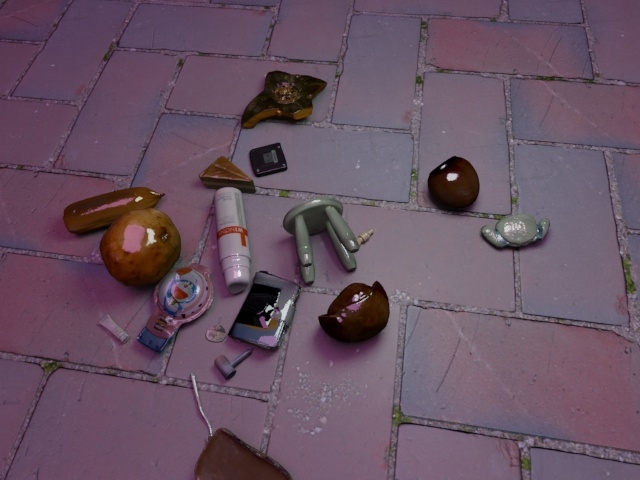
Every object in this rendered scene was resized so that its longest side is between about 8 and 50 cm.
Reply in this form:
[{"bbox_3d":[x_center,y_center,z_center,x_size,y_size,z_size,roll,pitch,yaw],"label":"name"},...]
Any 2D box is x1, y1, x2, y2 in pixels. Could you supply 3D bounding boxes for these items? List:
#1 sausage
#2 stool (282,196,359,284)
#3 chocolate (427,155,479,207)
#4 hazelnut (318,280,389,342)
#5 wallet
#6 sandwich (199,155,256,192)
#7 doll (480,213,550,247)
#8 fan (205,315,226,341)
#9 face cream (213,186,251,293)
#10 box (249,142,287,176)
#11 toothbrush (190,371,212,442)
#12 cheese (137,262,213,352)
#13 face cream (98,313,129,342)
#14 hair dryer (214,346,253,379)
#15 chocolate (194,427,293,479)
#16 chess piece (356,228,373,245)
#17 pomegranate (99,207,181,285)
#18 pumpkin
[{"bbox_3d":[-0.685,-0.110,1.548,0.328,0.112,0.112,-17,62,-9],"label":"sausage"},{"bbox_3d":[0.000,0.000,1.400,0.195,0.195,0.199,-15,66,-6],"label":"stool"},{"bbox_3d":[0.437,-0.181,1.505,0.176,0.177,0.177,-1,61,2],"label":"chocolate"},{"bbox_3d":[0.093,0.199,1.291,0.201,0.170,0.161,-8,59,-13],"label":"hazelnut"},{"bbox_3d":[-0.159,0.202,1.365,0.170,0.069,0.231,14,62,16],"label":"wallet"},{"bbox_3d":[-0.317,-0.196,1.587,0.163,0.079,0.113,39,72,20],"label":"sandwich"},{"bbox_3d":[0.614,-0.031,1.446,0.214,0.071,0.104,-9,60,2],"label":"doll"},{"bbox_3d":[-0.313,0.266,1.373,0.060,0.003,0.080,-16,62,-7],"label":"fan"},{"bbox_3d":[-0.278,-0.005,1.466,0.101,0.102,0.346,-12,60,-3],"label":"face cream"},{"bbox_3d":[-0.189,-0.291,1.660,0.125,0.027,0.126,-15,61,-5],"label":"box"},{"bbox_3d":[-0.324,0.455,1.263,0.022,0.017,0.204,-11,60,-25],"label":"toothbrush"},{"bbox_3d":[-0.430,0.192,1.381,0.188,0.074,0.286,24,66,17],"label":"cheese"},{"bbox_3d":[-0.616,0.264,1.382,0.115,0.020,0.038,32,68,22],"label":"face cream"},{"bbox_3d":[-0.239,0.336,1.317,0.114,0.037,0.063,-34,63,-23],"label":"hair dryer"},{"bbox_3d":[-0.181,0.586,1.146,0.261,0.083,0.161,30,84,19],"label":"chocolate"},{"bbox_3d":[0.135,-0.008,1.484,0.092,0.035,0.035,-38,66,-21],"label":"chess piece"},{"bbox_3d":[-0.540,0.021,1.401,0.248,0.248,0.248,-1,61,2],"label":"pomegranate"},{"bbox_3d":[-0.136,-0.534,1.753,0.258,0.095,0.290,12,59,14],"label":"pumpkin"}]
